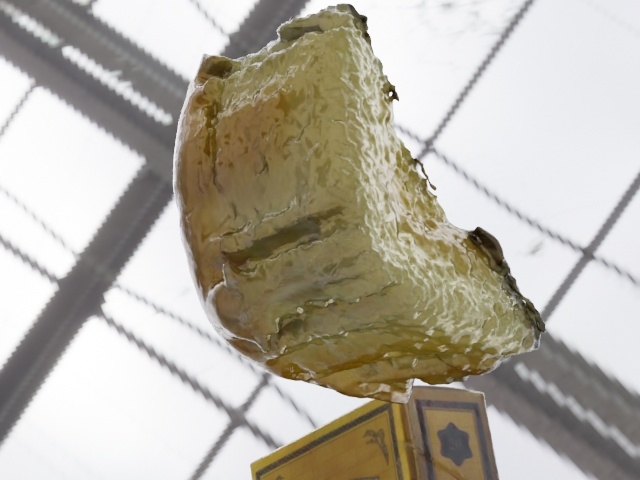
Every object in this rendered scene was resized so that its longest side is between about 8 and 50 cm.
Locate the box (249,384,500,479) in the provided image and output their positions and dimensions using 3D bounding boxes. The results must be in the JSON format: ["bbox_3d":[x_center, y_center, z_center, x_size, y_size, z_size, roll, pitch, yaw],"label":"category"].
[{"bbox_3d":[0.049,0.272,1.385,0.193,0.084,0.301,-33,-122,46],"label":"box"}]

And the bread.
[{"bbox_3d":[0.000,0.009,1.154,0.174,0.133,0.251,-19,-72,37],"label":"bread"}]
